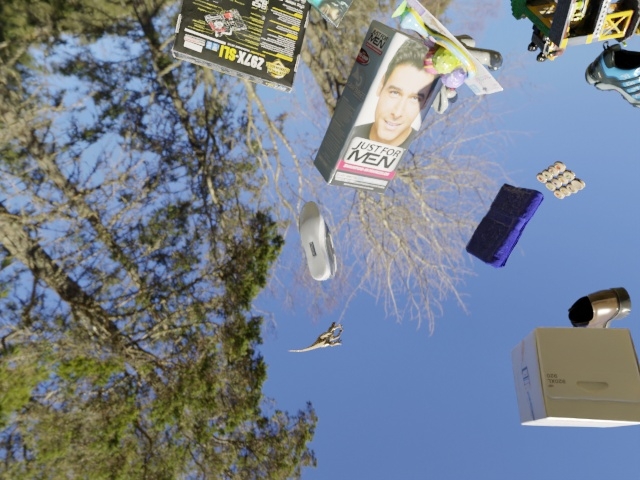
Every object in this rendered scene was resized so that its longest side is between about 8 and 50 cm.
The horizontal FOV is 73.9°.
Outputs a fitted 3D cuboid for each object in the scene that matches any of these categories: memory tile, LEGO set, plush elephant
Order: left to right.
[{"bbox_3d":[0.464,-0.615,1.606,0.330,0.255,0.272,-7,-138,-21],"label":"plush elephant"},{"bbox_3d":[0.740,-0.185,1.319,0.012,0.148,0.113,-42,-98,-5],"label":"memory tile"},{"bbox_3d":[0.410,-0.428,0.570,0.192,0.331,0.255,-8,-139,3],"label":"LEGO set"}]

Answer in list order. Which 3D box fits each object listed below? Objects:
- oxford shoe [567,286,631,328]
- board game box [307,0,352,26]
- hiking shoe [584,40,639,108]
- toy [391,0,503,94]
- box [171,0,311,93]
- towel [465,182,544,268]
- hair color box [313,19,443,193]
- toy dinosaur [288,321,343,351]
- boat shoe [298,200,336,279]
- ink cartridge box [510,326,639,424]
[{"bbox_3d":[0.611,0.174,0.980,0.096,0.227,0.083,-6,-128,8],"label":"oxford shoe"},{"bbox_3d":[0.042,-0.538,0.829,0.026,0.126,0.186,44,-73,36],"label":"board game box"},{"bbox_3d":[0.954,-0.477,1.254,0.304,0.132,0.113,25,-102,13],"label":"hiking shoe"},{"bbox_3d":[0.222,-0.347,0.801,0.056,0.237,0.137,-44,-169,12],"label":"toy"},{"bbox_3d":[-0.201,-0.567,1.122,0.322,0.257,0.079,12,-172,-15],"label":"box"},{"bbox_3d":[0.678,-0.055,1.574,0.076,0.308,0.228,27,-170,-12],"label":"towel"},{"bbox_3d":[0.145,-0.309,1.050,0.185,0.374,0.114,5,-145,-31],"label":"hair color box"},{"bbox_3d":[0.008,0.265,1.125,0.183,0.092,0.053,-21,-99,-50],"label":"toy dinosaur"},{"bbox_3d":[0.000,0.000,1.615,0.108,0.102,0.301,-20,-103,34],"label":"boat shoe"},{"bbox_3d":[0.506,0.283,0.863,0.171,0.233,0.168,-2,-115,11],"label":"ink cartridge box"}]
